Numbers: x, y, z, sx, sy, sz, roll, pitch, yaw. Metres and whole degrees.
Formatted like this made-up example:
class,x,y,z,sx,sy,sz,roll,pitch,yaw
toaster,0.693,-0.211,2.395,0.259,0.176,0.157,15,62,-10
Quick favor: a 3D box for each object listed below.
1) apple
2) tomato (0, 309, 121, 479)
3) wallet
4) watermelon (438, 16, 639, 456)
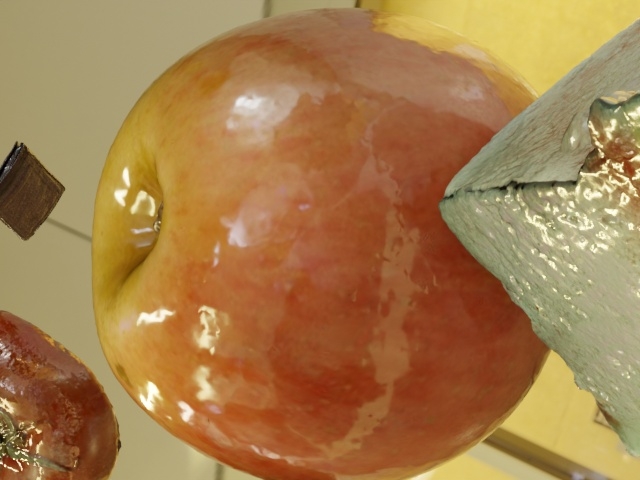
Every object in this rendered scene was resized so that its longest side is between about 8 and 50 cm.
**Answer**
class,x,y,z,sx,sy,sz,roll,pitch,yaw
apple,0.000,0.000,0.784,0.364,0.363,0.364,-47,-31,-39
tomato,-0.333,0.195,1.119,0.095,0.236,0.237,-33,-41,-52
wallet,-0.452,-0.071,1.575,0.111,0.030,0.166,-63,-16,-15
watermelon,0.174,-0.056,0.574,0.320,0.213,0.290,54,-133,-57
